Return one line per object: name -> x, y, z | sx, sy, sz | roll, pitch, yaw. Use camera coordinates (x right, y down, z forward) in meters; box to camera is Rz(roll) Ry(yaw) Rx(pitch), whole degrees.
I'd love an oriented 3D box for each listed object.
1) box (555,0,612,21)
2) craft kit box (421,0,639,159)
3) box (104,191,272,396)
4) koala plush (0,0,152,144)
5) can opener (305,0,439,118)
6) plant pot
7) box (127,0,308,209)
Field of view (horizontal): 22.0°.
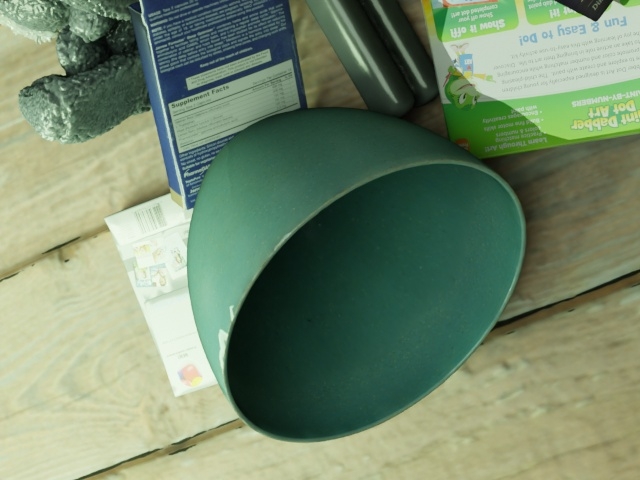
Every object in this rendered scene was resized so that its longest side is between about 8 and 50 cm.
box -> 0.202, -0.317, 1.211 | 0.261, 0.184, 0.103 | -54, 37, 22
craft kit box -> 0.210, -0.204, 1.371 | 0.250, 0.061, 0.246 | -8, 97, 22
box -> -0.105, 0.039, 1.550 | 0.145, 0.038, 0.186 | -20, 94, 23
koala plush -> -0.221, -0.224, 1.478 | 0.221, 0.203, 0.196 | 32, 125, 33
can opener -> -0.001, -0.229, 1.446 | 0.283, 0.076, 0.095 | 60, 146, -1
plant pot -> 0.000, 0.000, 1.400 | 0.195, 0.290, 0.290 | 48, 118, 40
box -> -0.084, -0.151, 1.421 | 0.036, 0.136, 0.225 | 39, 144, 52
